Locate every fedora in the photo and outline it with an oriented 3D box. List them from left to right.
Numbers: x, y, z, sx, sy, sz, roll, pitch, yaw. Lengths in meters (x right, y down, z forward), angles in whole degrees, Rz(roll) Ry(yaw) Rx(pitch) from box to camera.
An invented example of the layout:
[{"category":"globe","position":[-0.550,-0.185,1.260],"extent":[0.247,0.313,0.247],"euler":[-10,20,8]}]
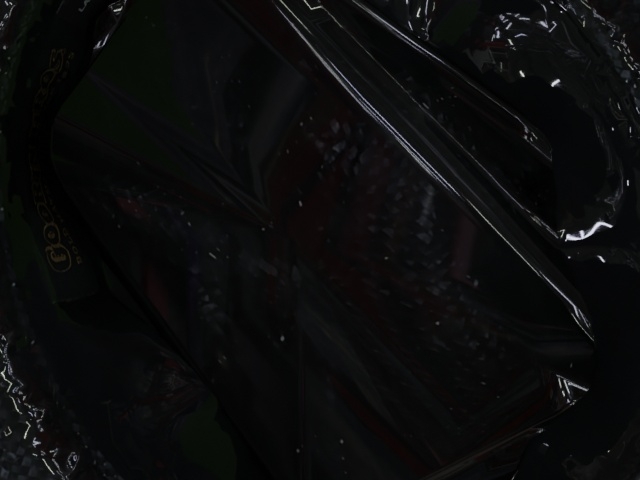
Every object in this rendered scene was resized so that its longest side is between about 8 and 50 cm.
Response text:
[{"category":"fedora","position":[0.000,0.000,0.711],"extent":[0.152,0.334,0.334],"euler":[-177,77,-81]}]
